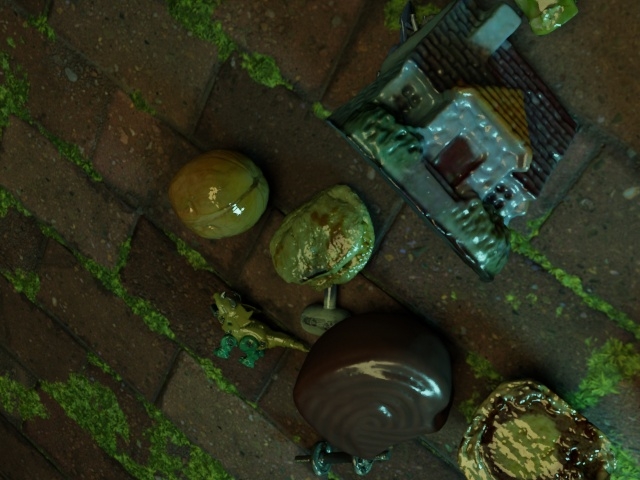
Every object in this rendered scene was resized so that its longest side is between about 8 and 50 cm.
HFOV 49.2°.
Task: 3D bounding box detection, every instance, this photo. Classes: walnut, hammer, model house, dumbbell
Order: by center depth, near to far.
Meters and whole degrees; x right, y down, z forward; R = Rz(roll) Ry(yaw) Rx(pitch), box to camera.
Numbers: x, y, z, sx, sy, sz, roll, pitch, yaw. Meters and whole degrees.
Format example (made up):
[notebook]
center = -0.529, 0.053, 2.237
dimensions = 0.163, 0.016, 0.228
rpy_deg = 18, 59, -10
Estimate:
[model house]
center = 0.255, -0.181, 1.139
dimensions = 0.339, 0.297, 0.360
rpy_deg = -45, 103, 4
[walnut]
center = -0.217, -0.098, 1.502
dimensions = 0.225, 0.193, 0.193
rpy_deg = -23, 94, 43
[hammer]
center = 0.018, 0.115, 1.511
dimensions = 0.116, 0.069, 0.194
rpy_deg = 10, 103, 27
[dumbbell]
center = 0.047, 0.498, 1.603
dimensions = 0.253, 0.081, 0.082
rpy_deg = -15, 99, 32

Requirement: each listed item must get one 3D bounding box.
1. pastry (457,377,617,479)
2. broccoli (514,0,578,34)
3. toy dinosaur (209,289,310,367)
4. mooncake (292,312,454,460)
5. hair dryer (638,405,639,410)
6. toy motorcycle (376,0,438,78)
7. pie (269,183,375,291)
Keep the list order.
[pastry]
center = 0.398, 0.398, 1.319
dimensions = 0.256, 0.170, 0.237
rpy_deg = 40, 97, 13
[broccoli]
center = 0.267, -0.493, 1.106
dimensions = 0.252, 0.221, 0.362
rpy_deg = -16, 100, -4
[toy dinosaur]
center = -0.150, 0.224, 1.626
dimensions = 0.259, 0.094, 0.153
rpy_deg = 27, 121, 10
[mooncake]
center = 0.107, 0.311, 1.429
dimensions = 0.325, 0.174, 0.334
rpy_deg = -1, 121, 16
[hair dryer]
center = 0.641, 0.222, 1.166
dimensions = 0.131, 0.073, 0.237
rpy_deg = 26, 125, 25
[toy motorcycle]
center = 0.162, -0.323, 1.280
dimensions = 0.114, 0.076, 0.205
rpy_deg = 33, 118, 24
[pie]
center = 0.000, 0.000, 1.442
dimensions = 0.248, 0.090, 0.201
rpy_deg = -34, 68, 26
